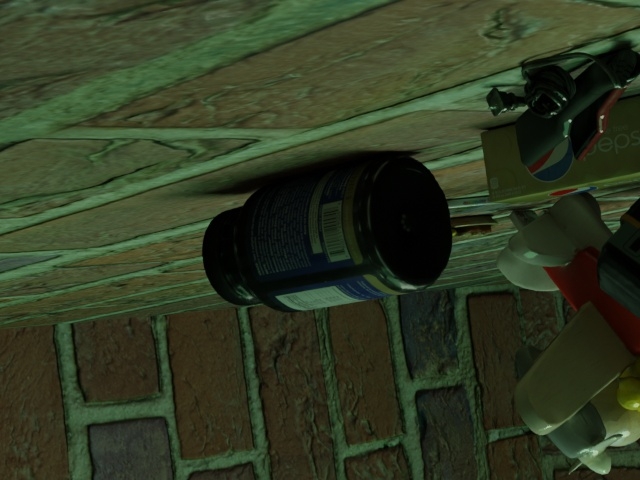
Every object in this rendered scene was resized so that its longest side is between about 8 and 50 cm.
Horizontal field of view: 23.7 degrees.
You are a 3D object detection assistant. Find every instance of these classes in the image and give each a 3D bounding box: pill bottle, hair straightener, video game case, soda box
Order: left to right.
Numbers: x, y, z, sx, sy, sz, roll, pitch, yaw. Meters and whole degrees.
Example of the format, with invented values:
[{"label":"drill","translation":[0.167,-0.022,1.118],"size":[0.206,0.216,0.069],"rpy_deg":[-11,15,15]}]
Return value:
[{"label":"pill bottle","translation":[0.000,0.000,1.383],"size":[0.219,0.123,0.123],"rpy_deg":[-11,174,41]},{"label":"video game case","translation":[0.172,-0.041,1.828],"size":[0.122,0.011,0.087],"rpy_deg":[-6,176,-18]},{"label":"hair straightener","translation":[0.160,-0.088,1.040],"size":[0.089,0.047,0.230],"rpy_deg":[-7,175,-4]},{"label":"soda box","translation":[0.222,-0.074,1.217],"size":[0.181,0.061,0.058],"rpy_deg":[-11,173,35]}]

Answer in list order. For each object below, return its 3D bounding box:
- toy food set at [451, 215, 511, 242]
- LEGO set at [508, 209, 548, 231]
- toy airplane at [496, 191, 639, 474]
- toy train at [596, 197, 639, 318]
[{"label":"toy food set","translation":[0.180,-0.006,2.085],"size":[0.132,0.038,0.192],"rpy_deg":[-12,174,41]},{"label":"LEGO set","translation":[0.362,0.064,2.048],"size":[0.182,0.244,0.060],"rpy_deg":[-3,142,-46]},{"label":"toy airplane","translation":[0.364,0.123,1.819],"size":[0.386,0.272,0.384],"rpy_deg":[8,-146,-17]},{"label":"toy train","translation":[0.454,0.053,1.613],"size":[0.190,0.334,0.142],"rpy_deg":[-44,153,-12]}]
